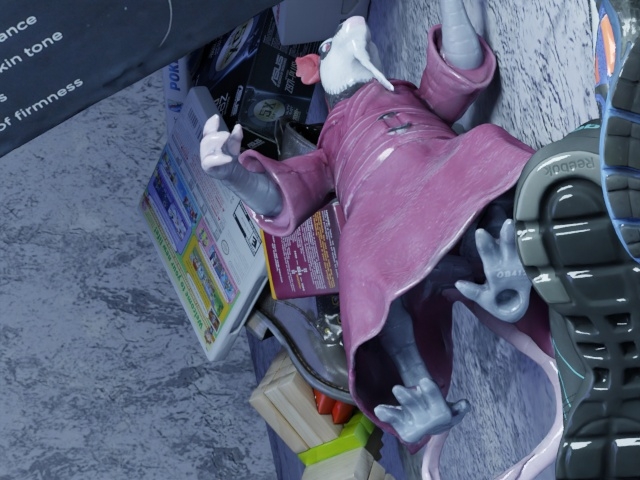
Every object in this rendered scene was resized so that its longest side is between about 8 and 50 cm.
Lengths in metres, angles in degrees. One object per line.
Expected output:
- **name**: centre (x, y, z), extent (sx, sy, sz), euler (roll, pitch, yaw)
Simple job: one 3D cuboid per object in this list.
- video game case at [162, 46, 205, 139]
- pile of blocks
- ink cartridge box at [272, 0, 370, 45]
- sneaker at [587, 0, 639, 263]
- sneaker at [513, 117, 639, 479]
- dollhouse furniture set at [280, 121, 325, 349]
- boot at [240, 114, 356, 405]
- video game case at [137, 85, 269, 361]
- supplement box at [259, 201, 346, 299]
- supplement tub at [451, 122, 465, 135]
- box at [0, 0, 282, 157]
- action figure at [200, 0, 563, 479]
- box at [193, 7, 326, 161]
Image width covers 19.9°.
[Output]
- **video game case**: centre (-0.111, -0.309, 2.058), extent (0.300, 0.036, 0.329), euler (92, -165, -54)
- **pile of blocks**: centre (0.062, 0.262, 1.923), extent (0.113, 0.149, 0.362), euler (-25, 88, 37)
- **ink cartridge box**: centre (-0.016, -0.314, 1.759), extent (0.153, 0.087, 0.208), euler (99, 158, -68)
- **sneaker**: centre (0.168, -0.091, 0.876), extent (0.087, 0.083, 0.221), euler (-36, -58, -84)
- **sneaker**: centre (0.174, 0.059, 0.991), extent (0.106, 0.101, 0.267), euler (-54, -45, -64)
- **dollhouse furniture set**: centre (0.000, 0.000, 2.017), extent (0.259, 0.135, 0.262), euler (-70, -28, -85)
- **boot**: centre (0.025, 0.020, 1.785), extent (0.263, 0.091, 0.229), euler (32, 116, 28)
- **video game case**: centre (-0.114, -0.016, 1.859), extent (0.212, 0.023, 0.193), euler (62, 142, 29)
- **supplement box**: centre (0.029, 0.003, 1.635), extent (0.188, 0.104, 0.080), euler (170, 88, -67)
- **supplement tub**: centre (0.091, -0.032, 1.429), extent (0.071, 0.071, 0.107), euler (114, 145, -75)
- **box**: centre (-0.243, -0.355, 1.373), extent (0.297, 0.480, 0.472), euler (63, -177, 32)
- **action figure**: centre (0.077, -0.041, 1.299), extent (0.275, 0.248, 0.370), euler (53, -172, -35)
- **box**: centre (-0.070, -0.168, 1.922), extent (0.147, 0.077, 0.180), euler (-19, 51, 57)
